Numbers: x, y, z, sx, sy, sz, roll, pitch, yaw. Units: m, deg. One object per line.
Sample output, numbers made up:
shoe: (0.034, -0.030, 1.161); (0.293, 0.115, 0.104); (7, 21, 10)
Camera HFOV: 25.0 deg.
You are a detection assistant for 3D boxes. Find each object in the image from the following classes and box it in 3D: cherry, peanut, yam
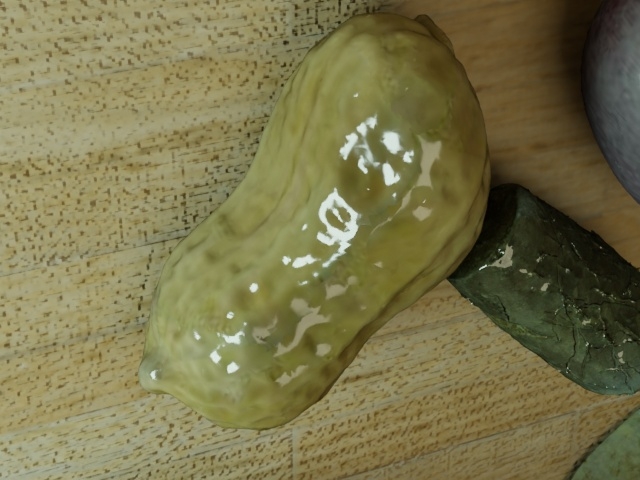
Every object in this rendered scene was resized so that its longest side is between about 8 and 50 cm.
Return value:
cherry: (0.278, -0.109, 0.941); (0.213, 0.184, 0.266); (-18, 142, -6)
peanut: (0.009, 0.001, 0.899); (0.159, 0.143, 0.291); (27, 108, -26)
yam: (0.162, 0.030, 1.020); (0.183, 0.107, 0.107); (36, 100, -35)

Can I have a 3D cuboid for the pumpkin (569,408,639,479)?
pumpkin: (0.372, 0.294, 1.240); (0.332, 0.199, 0.332); (-15, 126, -22)
